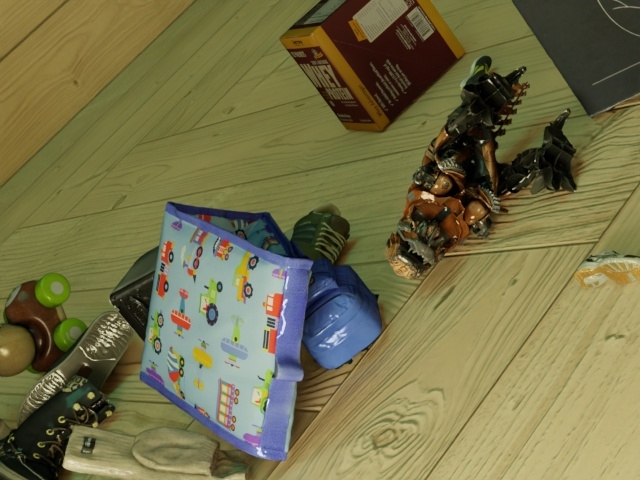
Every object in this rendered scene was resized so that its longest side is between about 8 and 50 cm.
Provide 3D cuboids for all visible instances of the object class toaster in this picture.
[{"bbox_3d":[-0.147,0.075,1.758,0.186,0.168,0.110,-28,22,29],"label":"toaster"}]

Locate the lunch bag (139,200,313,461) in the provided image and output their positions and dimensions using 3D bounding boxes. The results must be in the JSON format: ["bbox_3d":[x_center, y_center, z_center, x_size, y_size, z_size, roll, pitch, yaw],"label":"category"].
[{"bbox_3d":[-0.089,0.098,1.526,0.293,0.138,0.220,-148,65,-64],"label":"lunch bag"}]

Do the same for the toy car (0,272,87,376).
[{"bbox_3d":[-0.483,0.150,2.122,0.188,0.149,0.155,-19,-8,-41],"label":"toy car"}]

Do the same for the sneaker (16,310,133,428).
[{"bbox_3d":[-0.350,0.200,2.001,0.222,0.083,0.118,-49,2,-8],"label":"sneaker"}]

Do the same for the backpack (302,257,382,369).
[{"bbox_3d":[0.010,0.086,1.568,0.098,0.101,0.120,-42,23,11],"label":"backpack"}]

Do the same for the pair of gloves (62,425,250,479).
[{"bbox_3d":[-0.166,0.270,1.410,0.204,0.042,0.240,3,24,-9],"label":"pair of gloves"}]

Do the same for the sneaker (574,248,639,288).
[{"bbox_3d":[0.283,0.021,1.332,0.083,0.032,0.037,-12,33,50],"label":"sneaker"}]

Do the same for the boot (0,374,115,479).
[{"bbox_3d":[-0.348,0.265,1.818,0.178,0.085,0.236,-42,21,-18],"label":"boot"}]

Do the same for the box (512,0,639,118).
[{"bbox_3d":[0.350,-0.395,1.583,0.294,0.395,0.212,-24,24,33],"label":"box"}]

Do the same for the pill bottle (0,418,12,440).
[{"bbox_3d":[-0.602,0.218,1.988,0.188,0.334,0.188,-33,21,15],"label":"pill bottle"}]

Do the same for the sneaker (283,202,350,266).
[{"bbox_3d":[0.000,0.000,1.814,0.086,0.064,0.192,-41,16,8],"label":"sneaker"}]

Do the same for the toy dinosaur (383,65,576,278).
[{"bbox_3d":[0.174,-0.096,1.626,0.218,0.164,0.321,-40,34,50],"label":"toy dinosaur"}]

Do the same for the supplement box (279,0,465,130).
[{"bbox_3d":[0.081,-0.305,2.148,0.194,0.191,0.129,-43,20,-14],"label":"supplement box"}]

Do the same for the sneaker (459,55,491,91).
[{"bbox_3d":[0.233,-0.237,1.987,0.035,0.031,0.083,0,46,40],"label":"sneaker"}]
